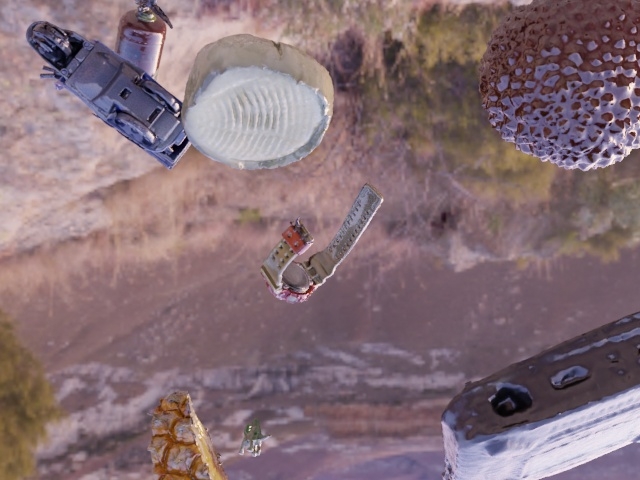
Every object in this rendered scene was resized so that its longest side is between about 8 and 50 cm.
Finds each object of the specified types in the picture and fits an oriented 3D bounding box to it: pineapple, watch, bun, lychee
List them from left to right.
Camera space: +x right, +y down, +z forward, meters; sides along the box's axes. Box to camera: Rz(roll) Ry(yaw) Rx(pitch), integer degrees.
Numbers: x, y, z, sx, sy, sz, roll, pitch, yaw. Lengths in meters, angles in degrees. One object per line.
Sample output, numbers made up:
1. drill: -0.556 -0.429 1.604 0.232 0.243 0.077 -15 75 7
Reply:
1. pineapple: -0.172 0.326 1.172 0.080 0.233 0.135 -19 -162 -1
2. bun: -0.103 -0.238 1.443 0.260 0.152 0.259 -4 144 -3
3. watch: -0.007 0.006 1.622 0.165 0.102 0.268 -15 149 -39
4. lychee: 0.376 -0.239 1.304 0.276 0.304 0.275 5 143 3

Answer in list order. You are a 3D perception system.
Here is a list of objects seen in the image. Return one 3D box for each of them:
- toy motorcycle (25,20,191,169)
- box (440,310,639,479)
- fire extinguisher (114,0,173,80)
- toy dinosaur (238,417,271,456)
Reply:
1. toy motorcycle: -0.401 -0.280 1.667 0.359 0.125 0.212 38 168 -9
2. box: 0.319 0.213 1.086 0.359 0.091 0.350 -20 150 -2
3. fire extinguisher: -0.378 -0.392 1.871 0.102 0.138 0.344 -22 146 -42
4. toy dinosaur: -0.108 0.320 1.446 0.029 0.060 0.119 12 155 -17
